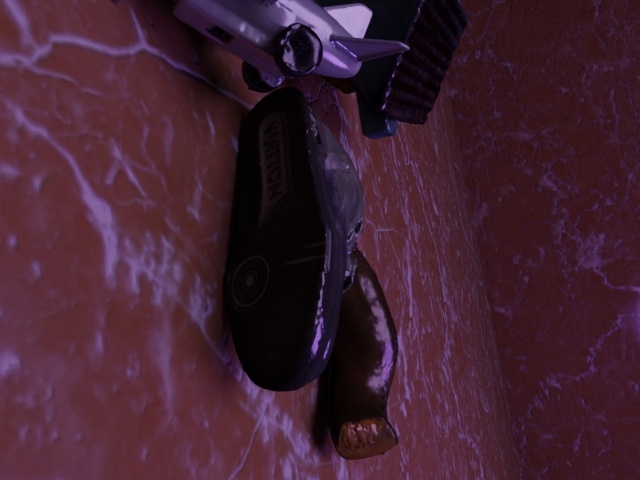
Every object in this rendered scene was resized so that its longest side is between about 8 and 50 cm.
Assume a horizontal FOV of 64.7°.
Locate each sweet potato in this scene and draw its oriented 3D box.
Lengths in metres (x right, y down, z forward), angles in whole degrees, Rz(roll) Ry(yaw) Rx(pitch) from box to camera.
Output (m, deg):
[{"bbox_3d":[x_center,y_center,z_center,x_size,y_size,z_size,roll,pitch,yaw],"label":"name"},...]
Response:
[{"bbox_3d":[0.036,0.094,0.571,0.112,0.085,0.286,10,70,-61],"label":"sweet potato"}]

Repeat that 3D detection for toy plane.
[{"bbox_3d":[-0.060,-0.192,0.409,0.255,0.251,0.101,17,88,-28],"label":"toy plane"}]

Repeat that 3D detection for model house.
[{"bbox_3d":[0.074,-0.260,0.686,0.280,0.229,0.249,-19,107,-64],"label":"model house"}]

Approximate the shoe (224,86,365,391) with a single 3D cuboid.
[{"bbox_3d":[-0.002,0.001,0.482,0.149,0.109,0.293,33,45,-48],"label":"shoe"}]
